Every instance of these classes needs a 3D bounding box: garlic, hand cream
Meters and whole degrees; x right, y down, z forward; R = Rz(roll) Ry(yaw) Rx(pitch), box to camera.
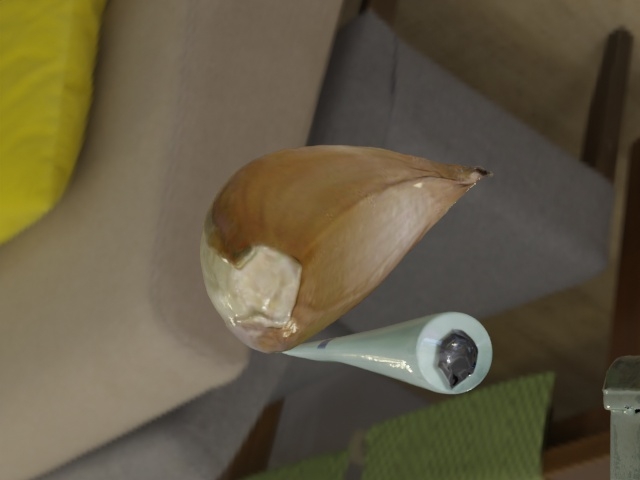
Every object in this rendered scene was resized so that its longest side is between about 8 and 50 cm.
[{"bbox_3d":[-0.004,-0.008,0.921,0.115,0.206,0.128,46,143,17],"label":"garlic"},{"bbox_3d":[0.058,0.105,1.262,0.109,0.067,0.320,3,173,-20],"label":"hand cream"}]

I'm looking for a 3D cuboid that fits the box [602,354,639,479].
[{"bbox_3d":[0.379,0.178,1.306,0.210,0.129,0.148,9,170,-29],"label":"box"}]
